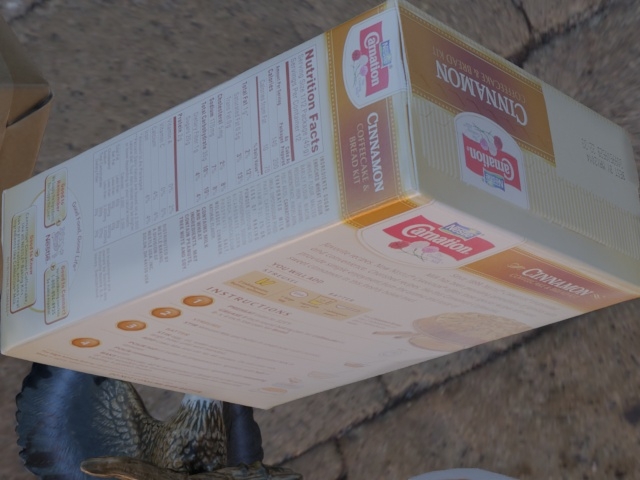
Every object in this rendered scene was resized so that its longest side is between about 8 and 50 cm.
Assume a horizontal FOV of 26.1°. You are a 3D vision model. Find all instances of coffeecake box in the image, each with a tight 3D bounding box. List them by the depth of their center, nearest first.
[{"bbox_3d":[0.000,0.000,0.492,0.185,0.142,0.068,-21,64,35],"label":"coffeecake box"}]

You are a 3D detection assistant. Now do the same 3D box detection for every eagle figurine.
[{"bbox_3d":[-0.132,0.191,1.267,0.225,0.298,0.226,-42,111,-14],"label":"eagle figurine"}]

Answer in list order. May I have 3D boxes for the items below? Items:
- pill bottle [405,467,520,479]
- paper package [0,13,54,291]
[{"bbox_3d":[0.075,0.352,0.944,0.224,0.392,0.224,7,116,15],"label":"pill bottle"},{"bbox_3d":[-0.435,-0.118,1.427,0.325,0.168,0.309,50,131,40],"label":"paper package"}]
